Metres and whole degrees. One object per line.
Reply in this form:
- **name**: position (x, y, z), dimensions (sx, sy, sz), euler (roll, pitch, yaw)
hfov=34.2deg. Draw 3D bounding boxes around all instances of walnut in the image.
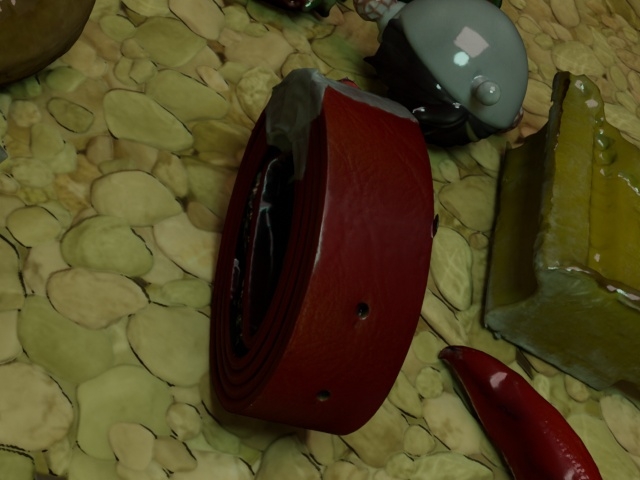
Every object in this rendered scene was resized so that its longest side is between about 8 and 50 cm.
- **walnut**: position (-0.305, -0.210, 0.960), dimensions (0.137, 0.137, 0.245), euler (45, 45, 5)

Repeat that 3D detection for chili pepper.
- **chili pepper**: position (0.209, 0.262, 0.969), dimensions (0.137, 0.092, 0.368), euler (-1, 48, -11)

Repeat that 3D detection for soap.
- **soap**: position (0.362, 0.001, 1.201), dimensions (0.304, 0.169, 0.339), euler (28, 47, -12)

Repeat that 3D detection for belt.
- **belt**: position (0.000, 0.000, 0.906), dimensions (0.115, 0.227, 0.324), euler (16, 71, -25)

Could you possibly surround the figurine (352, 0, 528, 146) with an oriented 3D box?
- **figurine**: position (0.165, -0.251, 1.277), dimensions (0.281, 0.167, 0.370), euler (36, 37, -23)

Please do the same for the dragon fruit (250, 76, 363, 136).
- **dragon fruit**: position (-0.028, -0.100, 1.083), dimensions (0.111, 0.153, 0.153), euler (18, 28, 42)

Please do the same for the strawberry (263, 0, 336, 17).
- **strawberry**: position (-0.059, -0.424, 1.283), dimensions (0.306, 0.138, 0.233), euler (46, 46, 4)

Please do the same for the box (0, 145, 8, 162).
- **box**: position (-0.366, -0.106, 0.833), dimensions (0.141, 0.058, 0.201), euler (-39, 78, 0)
